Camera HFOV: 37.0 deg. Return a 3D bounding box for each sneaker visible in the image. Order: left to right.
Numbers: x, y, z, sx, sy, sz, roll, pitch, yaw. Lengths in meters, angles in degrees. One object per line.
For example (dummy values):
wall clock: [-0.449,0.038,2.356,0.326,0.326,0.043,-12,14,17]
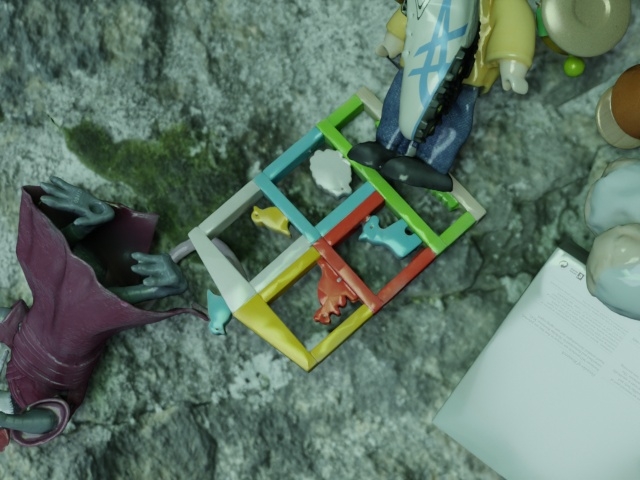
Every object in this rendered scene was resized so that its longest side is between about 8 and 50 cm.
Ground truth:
sneaker: [0.097,-0.201,0.811,0.086,0.085,0.237,14,95,14]

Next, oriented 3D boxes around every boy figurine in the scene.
boy figurine: [0.129,-0.189,0.895,0.177,0.092,0.285,33,110,40]

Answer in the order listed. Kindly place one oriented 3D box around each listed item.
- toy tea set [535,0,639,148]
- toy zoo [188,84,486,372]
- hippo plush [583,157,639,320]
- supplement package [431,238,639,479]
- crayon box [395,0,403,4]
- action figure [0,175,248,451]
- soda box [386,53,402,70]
toy tea set: [0.282,-0.259,0.918,0.200,0.124,0.336,6,92,-11]
toy zoo: [0.000,0.000,0.996,0.293,0.030,0.192,-42,79,-6]
hippo plush: [0.355,-0.023,0.747,0.234,0.236,0.294,7,52,-10]
supplement package: [0.252,0.137,0.908,0.194,0.149,0.203,37,104,14]
crayon box: [0.118,-0.389,0.899,0.083,0.203,0.323,33,103,15]
action figure: [-0.297,0.104,1.115,0.370,0.276,0.248,-59,44,31]
soda box: [0.144,-0.232,0.978,0.169,0.053,0.060,-46,78,16]
